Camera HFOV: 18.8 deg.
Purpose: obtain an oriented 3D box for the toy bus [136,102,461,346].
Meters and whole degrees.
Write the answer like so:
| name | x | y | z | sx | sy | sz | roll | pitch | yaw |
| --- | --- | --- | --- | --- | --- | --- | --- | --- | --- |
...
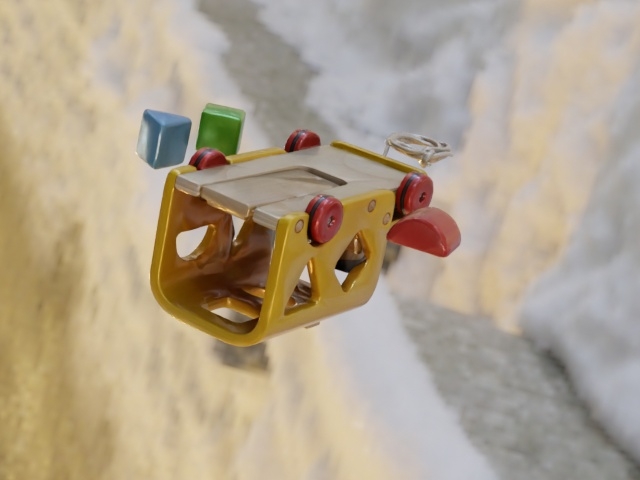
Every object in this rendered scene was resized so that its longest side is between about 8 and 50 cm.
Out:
| name | x | y | z | sx | sy | sz | roll | pitch | yaw |
| --- | --- | --- | --- | --- | --- | --- | --- | --- | --- |
| toy bus | -0.011 | 0.000 | 1.160 | 0.191 | 0.202 | 0.104 | -114 | 34 | -68 |
